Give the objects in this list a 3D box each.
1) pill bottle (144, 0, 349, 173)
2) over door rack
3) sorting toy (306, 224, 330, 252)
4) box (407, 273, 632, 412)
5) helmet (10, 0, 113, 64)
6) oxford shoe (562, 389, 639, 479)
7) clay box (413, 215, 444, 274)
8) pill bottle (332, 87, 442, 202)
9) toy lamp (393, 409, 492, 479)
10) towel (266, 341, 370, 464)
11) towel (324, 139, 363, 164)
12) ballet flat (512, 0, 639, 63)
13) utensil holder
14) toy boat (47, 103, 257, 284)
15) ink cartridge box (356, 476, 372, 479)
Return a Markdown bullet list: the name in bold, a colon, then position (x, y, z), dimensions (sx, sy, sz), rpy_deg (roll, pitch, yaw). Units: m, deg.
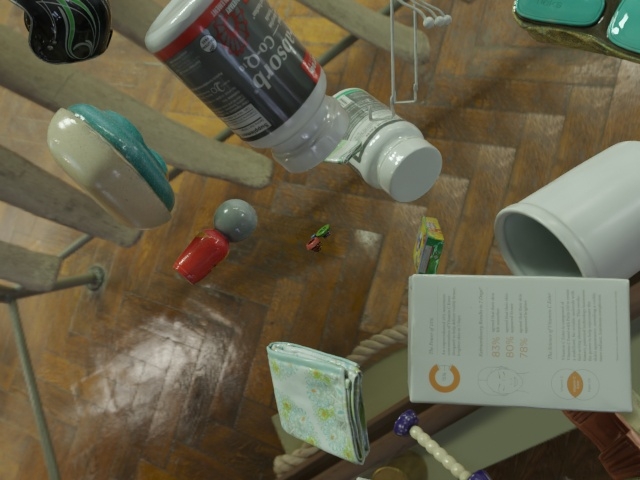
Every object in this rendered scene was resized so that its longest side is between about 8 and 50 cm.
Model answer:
- **pill bottle**: position (-0.120, -0.306, 0.989), dimensions (0.210, 0.363, 0.210), rpy_deg (-30, 37, 26)
- **over door rack**: position (0.205, -0.432, 1.149), dimensions (0.108, 0.239, 0.324), rpy_deg (16, 117, 17)
- **sorting toy**: position (0.000, 0.000, 1.608), dimensions (0.102, 0.042, 0.061), rpy_deg (-47, 17, -19)
- **box**: position (0.330, 0.170, 0.936), dimensions (0.345, 0.168, 0.215), rpy_deg (1, 85, 7)
- **helmet**: position (-0.446, -0.400, 0.901), dimensions (0.169, 0.161, 0.169), rpy_deg (3, 40, -2)
- **oxford shoe**: position (0.653, 0.374, 1.202), dimensions (0.140, 0.147, 0.397), rpy_deg (117, 142, -46)
- **clay box**: position (0.304, 0.015, 1.516), dimensions (0.053, 0.222, 0.127), rpy_deg (10, 110, 1)
- **pill bottle**: position (0.163, -0.271, 1.505), dimensions (0.204, 0.204, 0.361), rpy_deg (-47, 49, 7)
- **toy lamp**: position (0.278, 0.488, 1.174), dimensions (0.275, 0.080, 0.080), rpy_deg (31, 91, 46)
- **towel**: position (-0.014, 0.503, 1.669), dimensions (0.374, 0.090, 0.320), rpy_deg (6, 107, 43)
- **towel**: position (0.014, -0.224, 1.285), dimensions (0.152, 0.113, 0.023), rpy_deg (16, 127, 24)
- **ballet flat**: position (0.512, -0.377, 0.937), dimensions (0.348, 0.123, 0.123), rpy_deg (30, 91, 33)
- **utensil holder**: position (0.718, -0.041, 1.395), dimensions (0.385, 0.327, 0.327), rpy_deg (-32, 65, -9)
- **toy boat**: position (-0.254, -0.077, 0.829), dimensions (0.318, 0.267, 0.148), rpy_deg (39, 75, 9)
- **ink cartridge box**: position (0.092, 0.534, 0.994), dimensions (0.063, 0.150, 0.109), rpy_deg (12, 92, -1)
